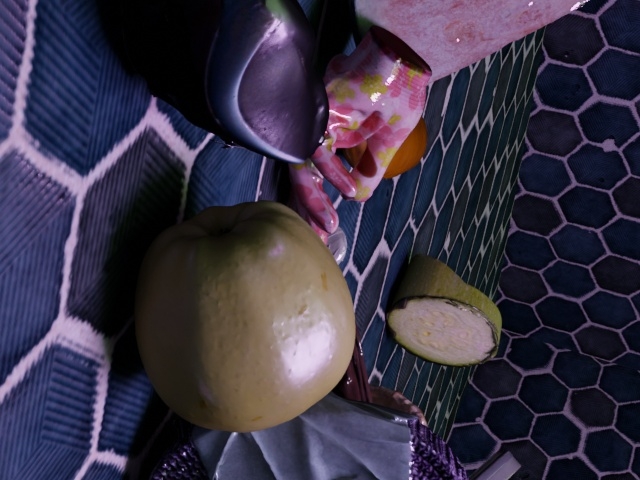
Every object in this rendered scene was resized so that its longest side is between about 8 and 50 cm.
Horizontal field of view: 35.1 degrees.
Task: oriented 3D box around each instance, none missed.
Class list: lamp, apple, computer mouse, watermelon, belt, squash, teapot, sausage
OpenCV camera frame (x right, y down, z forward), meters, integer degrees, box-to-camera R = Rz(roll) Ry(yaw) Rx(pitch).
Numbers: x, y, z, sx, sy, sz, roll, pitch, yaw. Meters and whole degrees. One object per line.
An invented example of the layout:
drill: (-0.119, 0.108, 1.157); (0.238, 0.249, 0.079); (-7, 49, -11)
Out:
lamp: (0.129, 0.404, 1.326); (0.266, 0.047, 0.269); (-30, 159, -34)
apple: (-0.062, 0.064, 0.848); (0.200, 0.200, 0.200); (16, 90, -74)
computer mouse: (-0.070, -0.126, 0.717); (0.096, 0.137, 0.233); (-46, 150, -12)
watermelon: (0.155, -0.306, 1.135); (0.250, 0.292, 0.283); (-47, -169, 49)
belt: (-0.015, 0.271, 0.944); (0.122, 0.324, 0.260); (-38, 117, -83)
squash: (0.238, 0.134, 1.856); (0.220, 0.220, 0.133); (86, 28, -50)
teapot: (0.000, 0.000, 1.224); (0.064, 0.064, 0.083); (55, 21, -79)
sausage: (0.086, -0.130, 1.319); (0.238, 0.098, 0.098); (-24, 129, -72)

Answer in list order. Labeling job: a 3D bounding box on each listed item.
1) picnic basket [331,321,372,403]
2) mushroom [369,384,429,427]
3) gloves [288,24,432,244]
picnic basket: (0.000, 0.216, 1.134); (0.222, 0.129, 0.297); (66, 13, -67)
mushroom: (0.036, 0.316, 1.338); (0.233, 0.208, 0.301); (-60, 171, 10)
gloves: (0.020, -0.106, 1.090); (0.241, 0.126, 0.145); (-49, 178, 21)
